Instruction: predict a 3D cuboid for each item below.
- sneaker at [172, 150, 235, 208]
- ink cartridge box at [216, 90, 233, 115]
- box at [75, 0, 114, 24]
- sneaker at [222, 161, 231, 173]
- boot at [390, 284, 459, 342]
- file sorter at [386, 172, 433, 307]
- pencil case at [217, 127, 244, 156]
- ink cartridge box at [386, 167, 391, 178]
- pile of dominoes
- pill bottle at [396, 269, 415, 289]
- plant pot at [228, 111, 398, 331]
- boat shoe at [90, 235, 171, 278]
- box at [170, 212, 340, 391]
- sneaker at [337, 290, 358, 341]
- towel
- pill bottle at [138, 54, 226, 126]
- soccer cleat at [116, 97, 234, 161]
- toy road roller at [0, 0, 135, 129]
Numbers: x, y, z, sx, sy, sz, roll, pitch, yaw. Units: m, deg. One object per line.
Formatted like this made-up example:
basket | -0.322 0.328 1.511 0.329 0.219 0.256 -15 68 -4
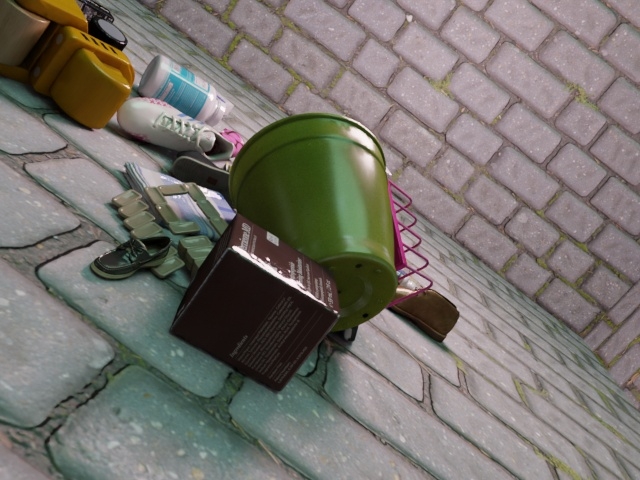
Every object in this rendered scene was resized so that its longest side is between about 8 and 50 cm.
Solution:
sneaker | -0.269 -0.165 1.454 0.222 0.083 0.118 30 17 -21
ink cartridge box | -0.481 -0.565 2.175 0.175 0.069 0.371 40 13 6
box | -0.688 -0.589 1.573 0.147 0.180 0.077 18 26 -48
sneaker | -0.270 -0.208 1.669 0.035 0.031 0.083 33 16 -17
boot | 0.264 0.162 1.628 0.305 0.115 0.112 34 18 -9
file sorter | 0.159 0.009 1.499 0.182 0.202 0.291 29 42 -42
pencil case | -0.309 -0.298 1.740 0.209 0.095 0.098 -47 119 -76
ink cartridge box | 0.076 -0.200 1.959 0.197 0.270 0.198 33 16 -15
pile of dominoes | -0.272 -0.016 1.073 0.196 0.040 0.251 -10 46 -41
pill bottle | 0.235 0.118 1.772 0.120 0.067 0.067 38 15 3
plant pot | 0.003 -0.015 1.186 0.366 0.366 0.353 26 34 -34
boat shoe | -0.298 0.019 0.903 0.056 0.049 0.152 39 24 11
box | -0.100 0.096 0.915 0.203 0.167 0.168 33 16 -15
sneaker | 0.044 0.155 1.270 0.081 0.080 0.211 10 21 -9
towel | -0.284 -0.074 1.256 0.285 0.034 0.209 19 25 -49
pill bottle | -0.443 -0.475 1.846 0.264 0.146 0.146 27 18 -33
soccer cleat | -0.363 -0.288 1.480 0.143 0.116 0.331 17 2 36
toy road roller | -0.568 -0.395 1.259 0.329 0.202 0.241 13 38 -57
